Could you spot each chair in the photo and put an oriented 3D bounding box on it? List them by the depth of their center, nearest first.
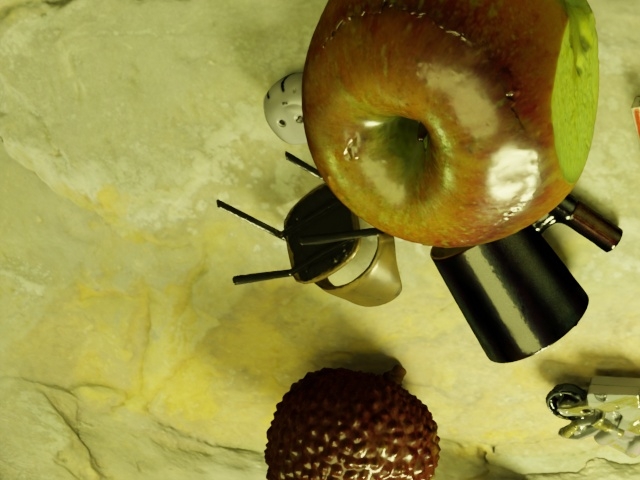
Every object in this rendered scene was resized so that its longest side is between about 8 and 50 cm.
[{"bbox_3d":[0.000,0.000,1.725,0.247,0.172,0.159,11,148,-44],"label":"chair"}]

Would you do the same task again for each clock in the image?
[{"bbox_3d":[-0.005,-0.203,1.618,0.176,0.080,0.117,-6,122,27],"label":"clock"}]

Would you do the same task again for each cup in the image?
[{"bbox_3d":[0.286,0.030,1.649,0.177,0.239,0.166,55,169,-13],"label":"cup"}]

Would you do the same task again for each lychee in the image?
[{"bbox_3d":[0.050,0.329,1.876,0.276,0.304,0.276,32,164,10],"label":"lychee"}]

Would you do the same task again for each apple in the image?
[{"bbox_3d":[0.166,-0.188,1.387,0.374,0.374,0.384,27,136,4],"label":"apple"}]

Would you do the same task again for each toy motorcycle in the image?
[{"bbox_3d":[0.459,0.270,1.770,0.225,0.073,0.152,-7,124,27],"label":"toy motorcycle"}]

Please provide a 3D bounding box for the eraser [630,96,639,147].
[{"bbox_3d":[0.520,-0.122,1.472,0.230,0.038,0.157,-6,122,29],"label":"eraser"}]
